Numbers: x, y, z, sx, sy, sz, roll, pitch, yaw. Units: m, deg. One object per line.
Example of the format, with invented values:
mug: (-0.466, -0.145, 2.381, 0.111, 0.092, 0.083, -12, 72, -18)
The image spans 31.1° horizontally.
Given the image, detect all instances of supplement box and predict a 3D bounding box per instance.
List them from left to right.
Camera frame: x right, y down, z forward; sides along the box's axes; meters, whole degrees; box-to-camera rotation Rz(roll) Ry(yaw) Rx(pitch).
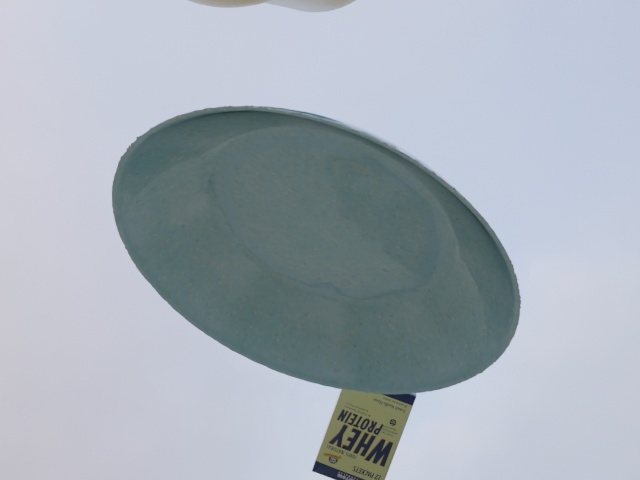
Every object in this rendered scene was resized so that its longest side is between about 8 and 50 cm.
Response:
supplement box: (0.036, 0.144, 0.910, 0.056, 0.083, 0.083, 20, 4, 3)

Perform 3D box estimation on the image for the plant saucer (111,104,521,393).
plant saucer: (0.000, 0.000, 0.532, 0.195, 0.037, 0.195, 15, -37, 11)

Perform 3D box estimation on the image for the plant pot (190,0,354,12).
plant pot: (-0.042, -0.307, 0.988, 0.254, 0.254, 0.239, -2, -8, 25)
